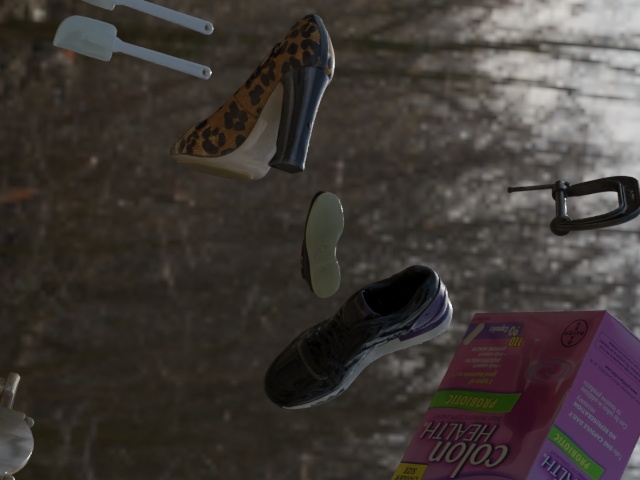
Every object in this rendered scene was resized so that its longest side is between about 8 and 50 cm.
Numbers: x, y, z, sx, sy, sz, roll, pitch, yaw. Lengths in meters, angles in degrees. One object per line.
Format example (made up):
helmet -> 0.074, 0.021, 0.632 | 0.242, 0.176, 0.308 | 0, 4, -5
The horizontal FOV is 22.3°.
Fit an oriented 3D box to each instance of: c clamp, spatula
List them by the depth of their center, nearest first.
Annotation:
c clamp -> 0.271, -0.037, 1.707 | 0.161, 0.137, 0.022 | -85, 164, -71
spatula -> -0.219, -0.300, 2.069 | 0.019, 0.242, 0.168 | 10, -92, 49

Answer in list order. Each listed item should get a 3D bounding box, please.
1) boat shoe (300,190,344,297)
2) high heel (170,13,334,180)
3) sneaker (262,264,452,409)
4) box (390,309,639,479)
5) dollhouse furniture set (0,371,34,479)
boat shoe -> -0.002, 0.000, 1.872 | 0.042, 0.049, 0.133 | 45, -38, 51
high heel -> -0.083, -0.170, 1.933 | 0.261, 0.093, 0.186 | 1, -105, 50
sneaker -> 0.038, 0.117, 2.195 | 0.107, 0.283, 0.124 | 57, -4, 30
box -> 0.219, 0.205, 1.741 | 0.213, 0.117, 0.243 | -5, -128, 55
dollhouse furniture set -> -0.294, 0.343, 1.530 | 0.355, 0.173, 0.303 | -93, -160, -70
